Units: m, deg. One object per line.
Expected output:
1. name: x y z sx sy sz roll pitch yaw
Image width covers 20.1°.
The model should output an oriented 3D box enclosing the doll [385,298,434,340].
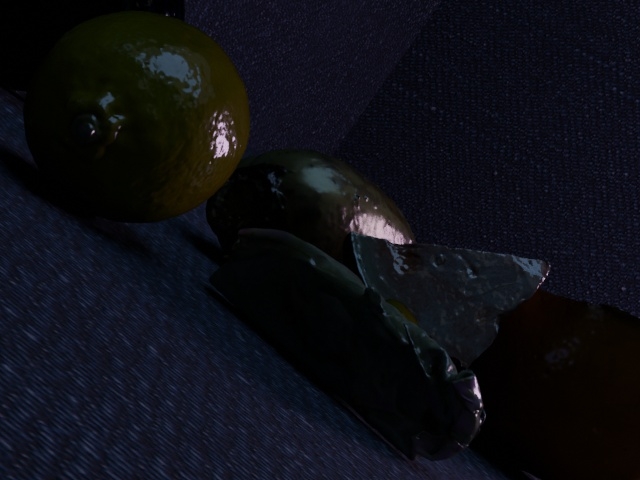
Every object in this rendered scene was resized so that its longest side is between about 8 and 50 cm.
1. doll: 0.043 0.088 1.613 0.127 0.088 0.248 34 0 -23

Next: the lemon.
1. lemon: -0.158 -0.102 1.515 0.184 0.184 0.248 36 21 12

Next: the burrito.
1. burrito: 0.020 0.075 1.496 0.309 0.096 0.066 36 14 36

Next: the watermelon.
1. watermelon: 0.117 0.073 1.773 0.202 0.136 0.207 8 -1 8

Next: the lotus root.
1. lotus root: 0.000 0.000 1.906 0.173 0.173 0.309 39 3 39

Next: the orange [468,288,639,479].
1. orange: 0.267 0.132 1.850 0.310 0.274 0.274 -13 -29 26

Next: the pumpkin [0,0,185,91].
1. pumpkin: -0.268 -0.222 1.988 0.248 0.248 0.248 35 4 -3
